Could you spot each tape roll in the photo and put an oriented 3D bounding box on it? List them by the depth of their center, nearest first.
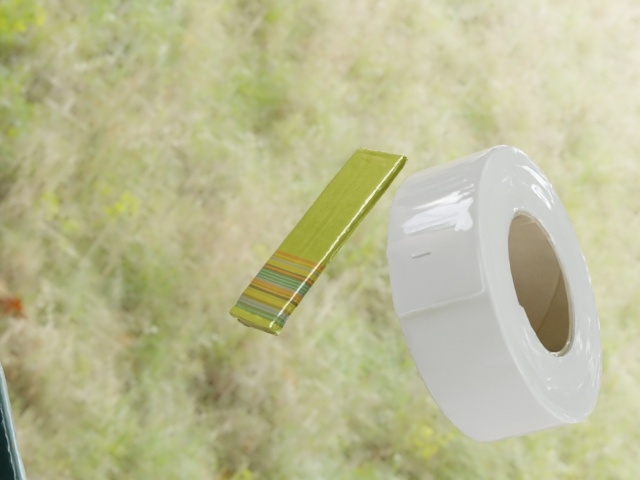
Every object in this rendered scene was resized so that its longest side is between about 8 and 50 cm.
[{"bbox_3d":[0.176,0.053,1.583,0.286,0.100,0.286,37,45,-48],"label":"tape roll"}]

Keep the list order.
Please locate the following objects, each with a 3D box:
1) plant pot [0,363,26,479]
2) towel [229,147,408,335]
[{"bbox_3d":[-0.362,0.155,1.032,0.247,0.252,0.248,50,11,-42],"label":"plant pot"},{"bbox_3d":[0.000,0.000,1.704,0.021,0.237,0.102,44,-13,-28],"label":"towel"}]
